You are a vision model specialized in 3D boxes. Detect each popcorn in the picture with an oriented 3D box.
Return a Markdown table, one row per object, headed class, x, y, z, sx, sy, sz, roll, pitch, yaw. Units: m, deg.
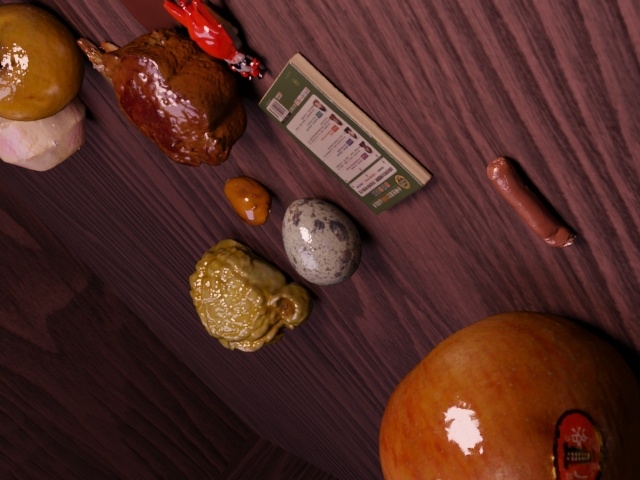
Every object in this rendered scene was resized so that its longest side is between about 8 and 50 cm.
| class | x | y | z | sx | sy | sz | roll | pitch | yaw |
| --- | --- | --- | --- | --- | --- | --- | --- | --- | --- |
| popcorn | -0.175 | 0.144 | 2.185 | 0.286 | 0.225 | 0.174 | 35 | -168 | 9 |

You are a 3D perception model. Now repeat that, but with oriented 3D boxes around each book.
| class | x | y | z | sx | sy | sz | roll | pitch | yaw |
| --- | --- | --- | --- | --- | --- | --- | --- | --- | --- |
| book | 0.030 | -0.153 | 1.453 | 0.264 | 0.027 | 0.202 | 42 | 160 | -5 |

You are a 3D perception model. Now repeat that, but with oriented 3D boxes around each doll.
| class | x | y | z | sx | sy | sz | roll | pitch | yaw |
| --- | --- | --- | --- | --- | --- | --- | --- | --- | --- |
| doll | -0.151 | -0.297 | 1.419 | 0.169 | 0.057 | 0.109 | 48 | 162 | -31 |

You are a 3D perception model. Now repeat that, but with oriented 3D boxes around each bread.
| class | x | y | z | sx | sy | sz | roll | pitch | yaw |
| --- | --- | --- | --- | --- | --- | --- | --- | --- | --- |
| bread | -0.232 | -0.229 | 1.527 | 0.247 | 0.135 | 0.232 | 33 | 158 | 23 |

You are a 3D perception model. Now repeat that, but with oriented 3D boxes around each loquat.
| class | x | y | z | sx | sy | sz | roll | pitch | yaw |
| --- | --- | --- | --- | --- | --- | --- | --- | --- | --- |
| loquat | -0.577 | -0.341 | 1.840 | 0.244 | 0.244 | 0.244 | 34 | 160 | 14 |

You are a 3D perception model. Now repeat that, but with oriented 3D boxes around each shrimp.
| class | x | y | z | sx | sy | sz | roll | pitch | yaw |
| --- | --- | --- | --- | --- | --- | --- | --- | --- | --- |
| shrimp | -0.398 | -0.337 | 1.800 | 0.162 | 0.045 | 0.095 | 41 | 160 | 3 |

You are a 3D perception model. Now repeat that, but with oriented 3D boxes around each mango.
| class | x | y | z | sx | sy | sz | roll | pitch | yaw |
| --- | --- | --- | --- | --- | --- | --- | --- | --- | --- |
| mango | -0.143 | -0.082 | 1.850 | 0.127 | 0.077 | 0.063 | 44 | -170 | 31 |

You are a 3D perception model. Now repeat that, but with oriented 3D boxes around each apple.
| class | x | y | z | sx | sy | sz | roll | pitch | yaw |
| --- | --- | --- | --- | --- | --- | --- | --- | --- | --- |
| apple | 0.289 | 0.283 | 1.443 | 0.400 | 0.401 | 0.333 | 124 | 133 | -71 |

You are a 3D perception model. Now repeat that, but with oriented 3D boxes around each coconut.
| class | x | y | z | sx | sy | sz | roll | pitch | yaw |
| --- | --- | --- | --- | --- | --- | --- | --- | --- | --- |
| coconut | -0.650 | -0.277 | 2.145 | 0.237 | 0.237 | 0.197 | 51 | -167 | -28 |

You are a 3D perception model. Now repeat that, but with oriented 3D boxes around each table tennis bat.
| class | x | y | z | sx | sy | sz | roll | pitch | yaw |
| --- | --- | --- | --- | --- | --- | --- | --- | --- | --- |
| table tennis bat | -0.260 | -0.356 | 1.545 | 0.274 | 0.021 | 0.154 | 51 | 159 | -27 |

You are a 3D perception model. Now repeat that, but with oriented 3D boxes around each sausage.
| class | x | y | z | sx | sy | sz | roll | pitch | yaw |
| --- | --- | --- | --- | --- | --- | --- | --- | --- | --- |
| sausage | 0.271 | -0.046 | 1.240 | 0.158 | 0.036 | 0.042 | 45 | 172 | -16 |

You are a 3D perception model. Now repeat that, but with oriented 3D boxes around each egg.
| class | x | y | z | sx | sy | sz | roll | pitch | yaw |
| --- | --- | --- | --- | --- | --- | --- | --- | --- | --- |
| egg | 0.000 | 0.000 | 1.690 | 0.132 | 0.132 | 0.172 | 3 | 128 | 60 |
